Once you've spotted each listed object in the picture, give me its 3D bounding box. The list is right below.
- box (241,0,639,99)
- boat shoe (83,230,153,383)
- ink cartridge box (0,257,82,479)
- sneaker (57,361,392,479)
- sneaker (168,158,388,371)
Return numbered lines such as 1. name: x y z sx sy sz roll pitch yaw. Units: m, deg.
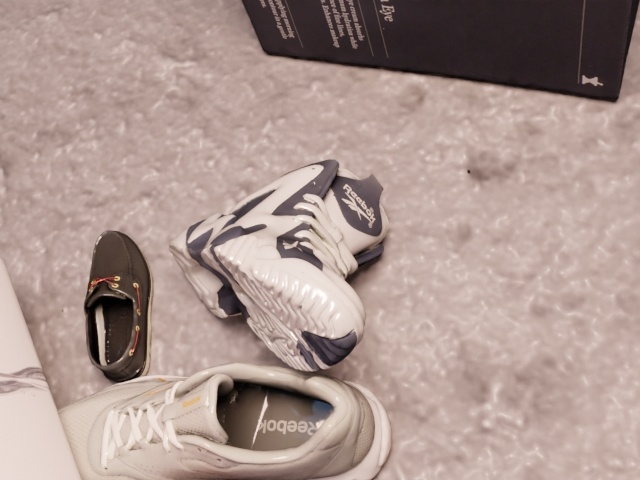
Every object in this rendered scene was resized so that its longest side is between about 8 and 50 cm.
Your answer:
1. box: 0.083 -0.285 0.640 0.313 0.343 0.179 12 68 18
2. boat shoe: -0.161 0.046 0.707 0.049 0.042 0.133 -15 61 8
3. ink cartridge box: -0.279 0.163 0.601 0.207 0.117 0.283 -39 60 18
4. sneaker: -0.090 0.122 0.608 0.263 0.121 0.099 -9 64 10
5. sneaker: 0.000 0.000 0.624 0.153 0.235 0.094 -36 105 -18
